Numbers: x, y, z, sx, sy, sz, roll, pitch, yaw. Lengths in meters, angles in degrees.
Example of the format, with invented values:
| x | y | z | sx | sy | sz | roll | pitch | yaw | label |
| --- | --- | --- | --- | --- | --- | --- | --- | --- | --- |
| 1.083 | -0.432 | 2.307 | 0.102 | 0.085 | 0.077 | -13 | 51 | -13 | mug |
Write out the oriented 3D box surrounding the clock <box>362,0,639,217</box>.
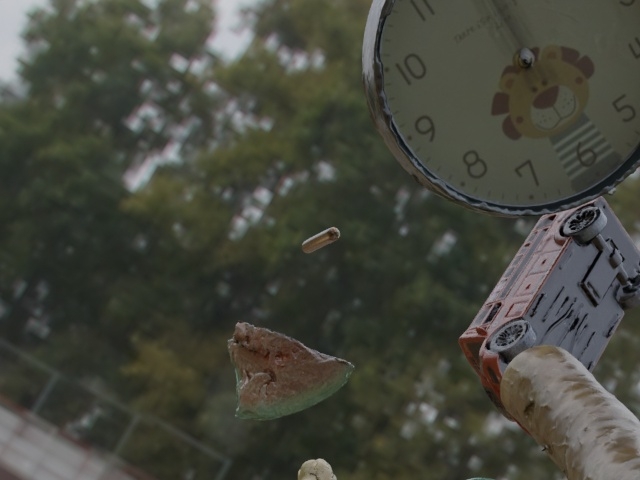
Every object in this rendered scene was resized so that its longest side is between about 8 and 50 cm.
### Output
| x | y | z | sx | sy | sz | roll | pitch | yaw | label |
| --- | --- | --- | --- | --- | --- | --- | --- | --- | --- |
| 0.196 | -0.172 | 1.649 | 0.312 | 0.312 | 0.061 | 32 | 3 | -9 | clock |

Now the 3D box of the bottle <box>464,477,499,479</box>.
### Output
| x | y | z | sx | sy | sz | roll | pitch | yaw | label |
| --- | --- | --- | --- | --- | --- | --- | --- | --- | --- |
| 0.071 | 0.325 | 1.212 | 0.093 | 0.330 | 0.093 | 20 | 19 | -7 | bottle |

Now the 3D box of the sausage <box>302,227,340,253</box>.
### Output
| x | y | z | sx | sy | sz | roll | pitch | yaw | label |
| --- | --- | --- | --- | --- | --- | --- | --- | --- | --- |
| 0.000 | 0.000 | 1.788 | 0.015 | 0.015 | 0.100 | 33 | -19 | -11 | sausage |

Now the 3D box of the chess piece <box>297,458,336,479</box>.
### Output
| x | y | z | sx | sy | sz | roll | pitch | yaw | label |
| --- | --- | --- | --- | --- | --- | --- | --- | --- | --- |
| -0.019 | 0.318 | 2.053 | 0.060 | 0.172 | 0.060 | 9 | -59 | 14 | chess piece |

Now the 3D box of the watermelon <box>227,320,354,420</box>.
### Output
| x | y | z | sx | sy | sz | roll | pitch | yaw | label |
| --- | --- | --- | --- | --- | --- | --- | --- | --- | --- |
| -0.040 | 0.143 | 1.835 | 0.155 | 0.101 | 0.080 | 10 | -36 | 11 | watermelon |

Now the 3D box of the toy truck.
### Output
| x | y | z | sx | sy | sz | roll | pitch | yaw | label |
| --- | --- | --- | --- | --- | --- | --- | --- | --- | --- |
| 0.220 | 0.077 | 1.680 | 0.114 | 0.253 | 0.107 | -12 | -58 | 47 | toy truck |

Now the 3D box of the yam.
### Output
| x | y | z | sx | sy | sz | roll | pitch | yaw | label |
| --- | --- | --- | --- | --- | --- | --- | --- | --- | --- |
| 0.195 | 0.152 | 1.170 | 0.081 | 0.081 | 0.357 | 34 | 7 | -18 | yam |
